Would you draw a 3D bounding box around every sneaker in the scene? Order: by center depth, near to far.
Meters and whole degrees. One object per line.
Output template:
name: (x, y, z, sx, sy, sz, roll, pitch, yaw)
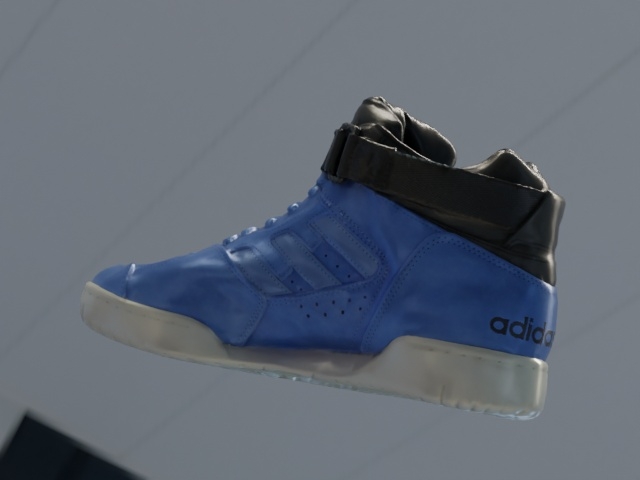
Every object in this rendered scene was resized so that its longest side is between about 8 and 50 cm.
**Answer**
sneaker: (0.001, 0.000, 0.556, 0.152, 0.084, 0.058, 7, -6, 32)
